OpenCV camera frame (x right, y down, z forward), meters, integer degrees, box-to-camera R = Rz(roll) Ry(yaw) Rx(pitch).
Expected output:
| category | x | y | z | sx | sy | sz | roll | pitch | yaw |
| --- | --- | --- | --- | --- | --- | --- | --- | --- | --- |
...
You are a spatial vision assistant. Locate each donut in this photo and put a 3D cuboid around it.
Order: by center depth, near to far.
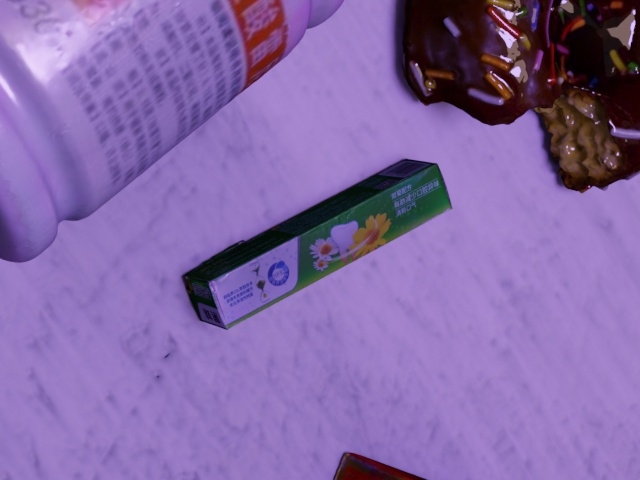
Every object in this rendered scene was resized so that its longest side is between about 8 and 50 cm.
| category | x | y | z | sx | sy | sz | roll | pitch | yaw |
| --- | --- | --- | --- | --- | --- | --- | --- | --- | --- |
| donut | 0.173 | -0.146 | 1.215 | 0.230 | 0.096 | 0.216 | 38 | 77 | -26 |

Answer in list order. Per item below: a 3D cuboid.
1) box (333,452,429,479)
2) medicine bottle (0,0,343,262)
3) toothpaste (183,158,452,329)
| category | x | y | z | sx | sy | sz | roll | pitch | yaw |
| --- | --- | --- | --- | --- | --- | --- | --- | --- | --- |
| box | 0.172 | 0.241 | 1.199 | 0.313 | 0.197 | 0.089 | 25 | 83 | -29 |
| medicine bottle | -0.106 | -0.158 | 1.000 | 0.316 | 0.202 | 0.202 | -41 | 113 | -18 |
| toothpaste | 0.000 | 0.000 | 1.167 | 0.178 | 0.043 | 0.037 | -28 | 111 | -23 |
